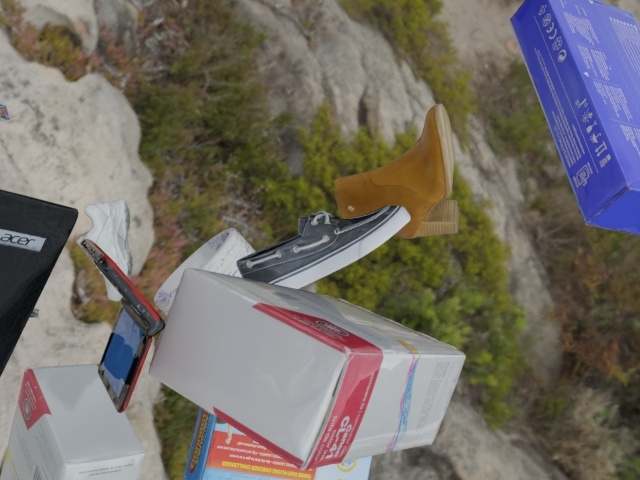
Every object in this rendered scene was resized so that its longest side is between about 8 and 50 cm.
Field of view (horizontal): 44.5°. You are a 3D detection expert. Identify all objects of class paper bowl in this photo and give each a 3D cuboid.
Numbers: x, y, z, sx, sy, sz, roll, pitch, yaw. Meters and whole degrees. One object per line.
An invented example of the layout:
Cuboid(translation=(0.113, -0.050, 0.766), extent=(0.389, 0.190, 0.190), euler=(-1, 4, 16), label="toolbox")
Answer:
Cuboid(translation=(-0.284, 0.110, 2.045), extent=(0.148, 0.284, 0.284), euler=(47, 38, -15), label="paper bowl")

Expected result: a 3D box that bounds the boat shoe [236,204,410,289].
Cuboid(translation=(0.000, 0.000, 1.302), extent=(0.102, 0.301, 0.108), euler=(62, 14, -6), label="boat shoe")

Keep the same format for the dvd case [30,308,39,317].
Cuboid(translation=(-0.570, 0.108, 1.192), extent=(0.164, 0.221, 0.018), euler=(68, 18, -78), label="dvd case")

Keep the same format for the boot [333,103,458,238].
Cuboid(translation=(0.124, -0.106, 1.345), extent=(0.295, 0.211, 0.104), euler=(76, 20, -47), label="boot")

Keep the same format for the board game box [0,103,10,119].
Cuboid(translation=(-0.800, -0.264, 1.717), extent=(0.136, 0.201, 0.035), euler=(-152, -132, -77), label="board game box")

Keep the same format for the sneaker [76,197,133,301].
Cuboid(translation=(-0.474, 0.020, 1.716), extent=(0.090, 0.115, 0.232), euler=(-111, -159, -77), label="sneaker")

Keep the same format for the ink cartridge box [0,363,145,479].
Cuboid(translation=(-0.513, 0.483, 1.560), extent=(0.160, 0.385, 0.279), euler=(2, 30, -39), label="ink cartridge box")

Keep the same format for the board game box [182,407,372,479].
Cuboid(translation=(-0.050, 0.299, 1.328), extent=(0.308, 0.086, 0.302), euler=(17, 80, -26), label="board game box")

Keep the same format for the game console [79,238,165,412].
Cuboid(translation=(-0.209, 0.076, 0.752), extent=(0.085, 0.144, 0.124), euler=(-41, 112, -14), label="game console")

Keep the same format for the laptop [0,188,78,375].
Cuboid(translation=(-0.308, 0.044, 0.410), extent=(0.234, 0.264, 0.137), euler=(18, 68, -50), label="laptop")

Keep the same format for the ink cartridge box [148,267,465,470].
Cuboid(translation=(-0.002, 0.140, 0.884), extent=(0.306, 0.226, 0.131), euler=(19, 92, -57), label="ink cartridge box")

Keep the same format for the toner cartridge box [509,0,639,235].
Cuboid(translation=(0.361, -0.165, 0.973), extent=(0.165, 0.075, 0.348), euler=(11, 52, -24), label="toner cartridge box")
